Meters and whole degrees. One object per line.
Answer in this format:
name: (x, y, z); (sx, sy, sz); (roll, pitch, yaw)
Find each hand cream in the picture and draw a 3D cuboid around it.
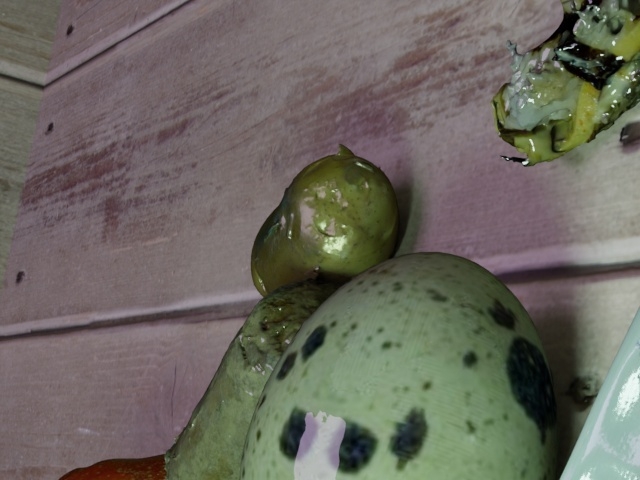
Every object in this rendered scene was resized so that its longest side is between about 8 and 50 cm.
hand cream: (0.285, 0.118, 1.249); (0.109, 0.067, 0.320); (25, 101, 27)

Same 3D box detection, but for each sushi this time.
sushi: (0.256, -0.195, 1.418); (0.291, 0.131, 0.139); (123, 148, -48)

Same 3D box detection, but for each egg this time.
egg: (0.077, 0.196, 1.384); (0.287, 0.288, 0.379); (15, 82, 64)

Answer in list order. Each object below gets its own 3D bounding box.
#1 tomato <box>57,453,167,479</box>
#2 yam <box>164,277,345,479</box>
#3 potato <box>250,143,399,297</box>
tomato: (-0.220, 0.390, 1.845); (0.303, 0.304, 0.239); (-52, 46, 39)
yam: (-0.039, 0.196, 1.715); (0.300, 0.195, 0.195); (-58, 31, 31)
potato: (0.000, 0.000, 1.800); (0.248, 0.143, 0.169); (-40, 32, 50)
